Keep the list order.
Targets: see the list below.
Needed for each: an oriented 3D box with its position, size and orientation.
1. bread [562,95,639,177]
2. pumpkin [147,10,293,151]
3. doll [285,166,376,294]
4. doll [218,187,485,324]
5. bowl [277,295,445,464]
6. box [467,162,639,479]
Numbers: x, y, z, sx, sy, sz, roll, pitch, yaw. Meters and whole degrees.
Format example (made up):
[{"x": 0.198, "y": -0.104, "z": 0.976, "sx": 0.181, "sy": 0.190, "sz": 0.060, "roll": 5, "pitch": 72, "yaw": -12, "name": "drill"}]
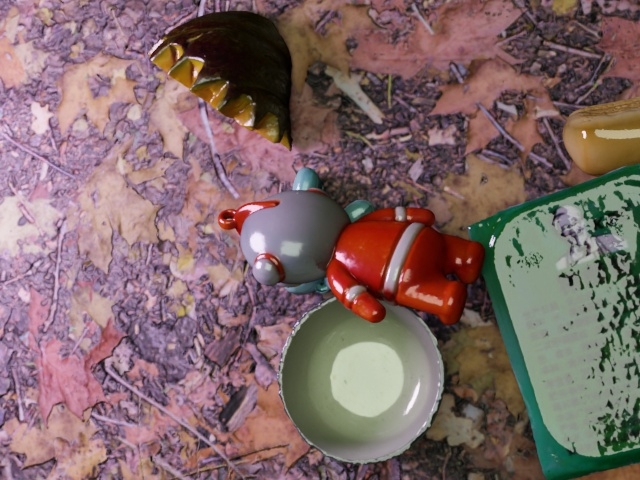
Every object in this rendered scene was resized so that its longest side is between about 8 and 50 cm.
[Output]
[{"x": 0.410, "y": -0.130, "z": 1.342, "sx": 0.217, "sy": 0.147, "sz": 0.098, "roll": -13, "pitch": 99, "yaw": 13, "name": "bread"}, {"x": -0.117, "y": -0.249, "z": 1.480, "sx": 0.254, "sy": 0.130, "sz": 0.149, "roll": 36, "pitch": 91, "yaw": 16, "name": "pumpkin"}, {"x": 0.000, "y": 0.000, "z": 1.454, "sx": 0.159, "sy": 0.059, "sz": 0.158, "roll": 37, "pitch": 89, "yaw": 13, "name": "doll"}, {"x": 0.025, "y": 0.014, "z": 1.345, "sx": 0.337, "sy": 0.105, "sz": 0.199, "roll": 15, "pitch": 46, "yaw": 16, "name": "doll"}, {"x": 0.060, "y": 0.173, "z": 1.389, "sx": 0.212, "sy": 0.112, "sz": 0.211, "roll": -2, "pitch": 82, "yaw": 13, "name": "bowl"}, {"x": 0.356, "y": 0.098, "z": 1.327, "sx": 0.264, "sy": 0.106, "sz": 0.336, "roll": -19, "pitch": 78, "yaw": 19, "name": "box"}]
